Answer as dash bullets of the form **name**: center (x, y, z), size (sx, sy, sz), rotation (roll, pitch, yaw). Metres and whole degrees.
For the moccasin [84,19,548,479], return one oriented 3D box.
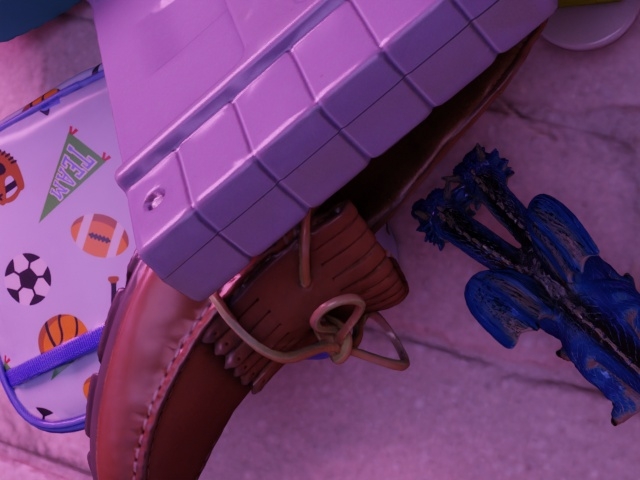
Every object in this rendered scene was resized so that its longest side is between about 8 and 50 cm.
- **moccasin**: center (0.000, 0.001, 0.705), size (0.147, 0.139, 0.380), rotation (31, 78, 17)

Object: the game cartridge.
- **game cartridge**: center (-0.028, -0.150, 0.677), size (0.230, 0.068, 0.355), rotation (-43, 35, 15)

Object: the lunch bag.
- **lunch bag**: center (-0.102, -0.006, 0.850), size (0.303, 0.115, 0.243), rotation (-24, 82, 15)

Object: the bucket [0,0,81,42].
- **bucket**: center (-0.257, -0.267, 0.832), size (0.281, 0.281, 0.183), rotation (-33, 76, 12)

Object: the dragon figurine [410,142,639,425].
- **dragon figurine**: center (0.144, 0.032, 0.727), size (0.144, 0.289, 0.085), rotation (35, 101, -22)

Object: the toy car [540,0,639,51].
- **toy car**: center (0.192, -0.206, 0.750), size (0.182, 0.159, 0.136), rotation (-11, 76, 16)
